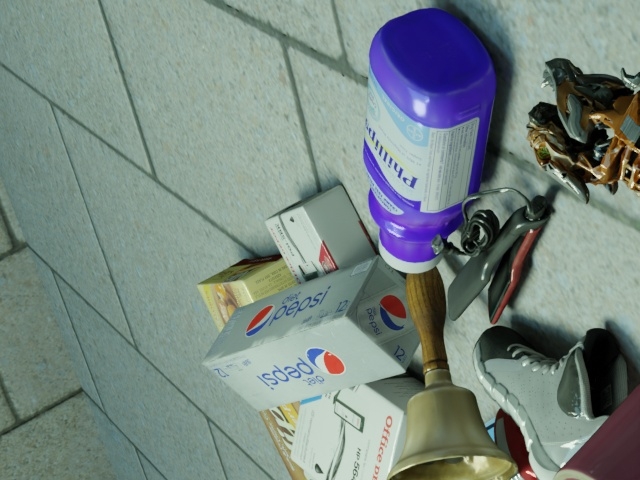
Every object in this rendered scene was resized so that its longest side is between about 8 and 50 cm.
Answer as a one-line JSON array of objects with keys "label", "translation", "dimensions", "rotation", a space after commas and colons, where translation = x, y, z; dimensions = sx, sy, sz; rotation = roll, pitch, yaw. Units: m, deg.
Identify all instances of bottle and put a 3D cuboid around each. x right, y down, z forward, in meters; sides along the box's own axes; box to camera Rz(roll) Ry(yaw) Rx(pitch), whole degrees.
[{"label": "bottle", "translation": [0.092, -0.077, 1.412], "dimensions": [0.118, 0.092, 0.282], "rotation": [55, 159, 30]}]

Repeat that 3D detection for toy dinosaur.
[{"label": "toy dinosaur", "translation": [0.272, -0.070, 0.856], "dimensions": [0.322, 0.164, 0.218], "rotation": [10, 105, 14]}]

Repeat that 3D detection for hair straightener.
[{"label": "hair straightener", "translation": [0.145, 0.014, 1.409], "dimensions": [0.230, 0.089, 0.047], "rotation": [111, 162, -64]}]

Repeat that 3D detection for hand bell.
[{"label": "hand bell", "translation": [0.114, 0.117, 1.522], "dimensions": [0.126, 0.126, 0.242], "rotation": [106, 161, -62]}]

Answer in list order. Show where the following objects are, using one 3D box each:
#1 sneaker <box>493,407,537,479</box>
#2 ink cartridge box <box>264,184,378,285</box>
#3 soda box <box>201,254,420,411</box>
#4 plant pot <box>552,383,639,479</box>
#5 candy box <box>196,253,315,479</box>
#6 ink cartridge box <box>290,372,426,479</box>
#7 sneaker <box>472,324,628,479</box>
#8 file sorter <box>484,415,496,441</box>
[{"label": "sneaker", "translation": [0.260, 0.232, 1.475], "dimensions": [0.221, 0.087, 0.128], "rotation": [59, 141, 11]}, {"label": "ink cartridge box", "translation": [0.000, 0.000, 1.771], "dimensions": [0.099, 0.056, 0.135], "rotation": [62, 159, -4]}, {"label": "soda box", "translation": [-0.006, 0.108, 1.727], "dimensions": [0.098, 0.091, 0.286], "rotation": [42, 146, -18]}, {"label": "plant pot", "translation": [0.284, 0.185, 1.181], "dimensions": [0.201, 0.180, 0.201], "rotation": [48, 156, 30]}, {"label": "candy box", "translation": [-0.032, 0.176, 2.021], "dimensions": [0.316, 0.088, 0.183], "rotation": [64, 159, -8]}, {"label": "ink cartridge box", "translation": [0.060, 0.225, 1.798], "dimensions": [0.203, 0.086, 0.148], "rotation": [29, 112, 55]}, {"label": "sneaker", "translation": [0.221, 0.117, 1.413], "dimensions": [0.132, 0.086, 0.228], "rotation": [-68, 28, 28]}, {"label": "file sorter", "translation": [0.184, 0.278, 1.591], "dimensions": [0.170, 0.104, 0.118], "rotation": [57, 142, 9]}]
